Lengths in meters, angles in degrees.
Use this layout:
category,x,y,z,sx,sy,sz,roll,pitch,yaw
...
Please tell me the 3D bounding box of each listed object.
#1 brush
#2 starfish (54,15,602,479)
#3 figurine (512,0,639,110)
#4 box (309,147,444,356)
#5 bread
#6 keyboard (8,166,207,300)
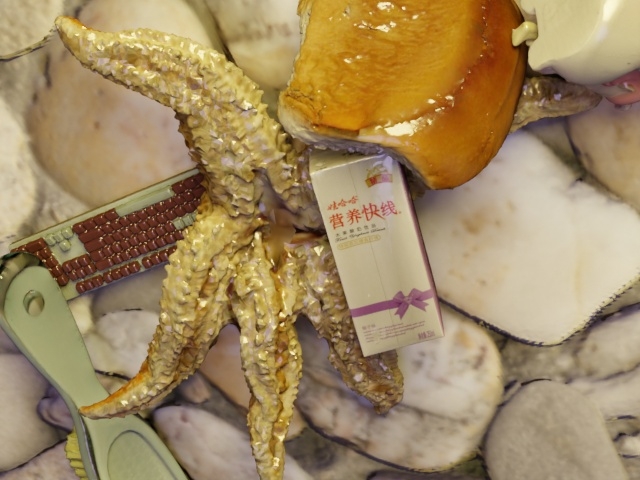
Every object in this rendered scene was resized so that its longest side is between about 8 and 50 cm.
category,x,y,z,sx,sy,sz,roll,pitch,yaw
brush,-0.162,0.130,0.867,0.060,0.068,0.297,0,126,38
starfish,-0.010,0.019,0.744,0.301,0.084,0.294,3,117,-9
figurine,0.173,-0.110,0.631,0.146,0.098,0.081,7,88,-31
box,0.031,0.002,0.672,0.050,0.036,0.117,-13,115,4
bread,0.043,-0.094,0.633,0.126,0.129,0.044,12,156,5
keyboard,-0.127,0.001,0.803,0.165,0.017,0.055,-20,115,25
